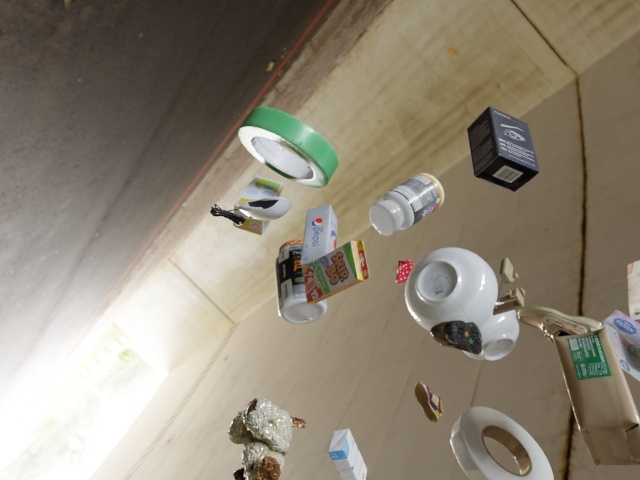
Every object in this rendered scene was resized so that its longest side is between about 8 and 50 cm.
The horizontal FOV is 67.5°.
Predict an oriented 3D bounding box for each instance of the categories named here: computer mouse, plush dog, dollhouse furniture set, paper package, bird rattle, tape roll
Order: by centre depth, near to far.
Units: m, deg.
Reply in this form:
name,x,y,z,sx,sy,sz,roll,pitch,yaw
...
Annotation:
name,x,y,z,sx,sy,sz,roll,pitch,yaw
computer mouse,-0.158,-0.066,1.141,0.193,0.042,0.106,-7,160,26
plush dog,-0.157,0.606,1.382,0.262,0.211,0.225,-50,-156,50
tape roll,-0.100,-0.284,1.502,0.077,0.322,0.321,-61,-169,-13
paper package,0.887,0.495,1.517,0.168,0.309,0.324,-17,-138,25
tape roll,0.674,0.800,1.788,0.071,0.392,0.392,-63,177,28
dollhouse furniture set,0.714,0.182,1.900,0.123,0.151,0.144,-27,-165,35
bird rattle,0.448,0.168,2.053,0.254,0.206,0.143,-12,176,-15

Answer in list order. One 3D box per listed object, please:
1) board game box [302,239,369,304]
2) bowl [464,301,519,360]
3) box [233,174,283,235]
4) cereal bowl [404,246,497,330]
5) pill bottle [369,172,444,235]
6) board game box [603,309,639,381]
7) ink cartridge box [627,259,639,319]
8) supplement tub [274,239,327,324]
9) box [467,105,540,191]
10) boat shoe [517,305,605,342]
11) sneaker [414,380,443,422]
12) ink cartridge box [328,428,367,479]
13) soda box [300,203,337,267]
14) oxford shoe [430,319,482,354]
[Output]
name,x,y,z,sx,sy,sz,roll,pitch,yaw
board game box,0.041,0.098,1.458,0.039,0.124,0.260,13,148,-42
bowl,0.721,0.411,2.024,0.298,0.298,0.134,-42,-143,16
box,-0.219,-0.127,1.697,0.203,0.114,0.103,-66,171,-48
cereal bowl,0.452,0.169,1.739,0.339,0.141,0.338,-20,-127,30
pill bottle,0.329,-0.137,1.835,0.279,0.162,0.162,-32,180,-29
board game box,1.082,0.407,1.521,0.066,0.318,0.318,-41,-143,-1
ink cartridge box,1.107,0.171,1.631,0.115,0.067,0.197,50,45,-74
supplement tub,-0.085,0.161,1.936,0.194,0.194,0.315,-40,-138,30
box,0.540,-0.273,1.428,0.108,0.153,0.206,130,-28,-50
boat shoe,0.967,0.357,1.969,0.341,0.121,0.110,6,-124,50
sneaker,0.458,0.664,2.013,0.070,0.185,0.084,-16,-171,44
ink cartridge box,0.095,0.752,1.634,0.060,0.180,0.104,-18,-166,19
soda box,0.000,0.000,1.720,0.098,0.091,0.286,-13,-138,17
oxford shoe,0.380,0.264,1.330,0.096,0.227,0.082,-11,-119,41
